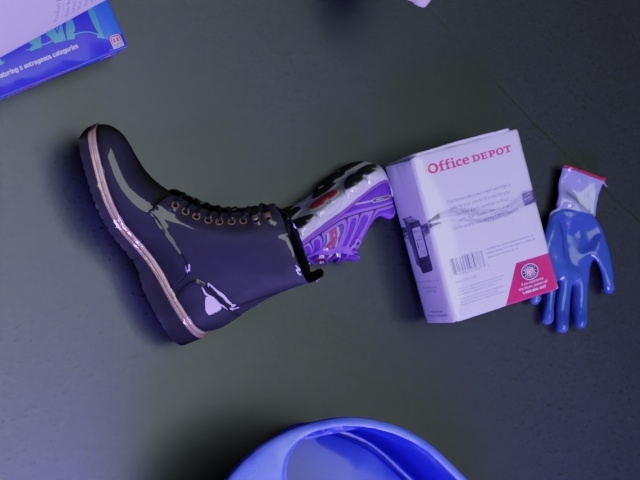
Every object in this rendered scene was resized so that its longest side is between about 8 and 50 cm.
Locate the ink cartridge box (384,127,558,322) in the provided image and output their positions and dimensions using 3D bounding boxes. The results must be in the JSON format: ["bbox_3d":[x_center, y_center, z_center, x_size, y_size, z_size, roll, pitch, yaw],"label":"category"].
[{"bbox_3d":[0.133,-0.013,1.486,0.109,0.063,0.150,-16,92,-22],"label":"ink cartridge box"}]

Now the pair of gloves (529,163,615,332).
[{"bbox_3d":[0.192,-0.003,1.556,0.198,0.023,0.159,14,82,-22],"label":"pair of gloves"}]

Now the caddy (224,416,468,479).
[{"bbox_3d":[0.046,0.294,1.360,0.341,0.179,0.241,44,79,-10],"label":"caddy"}]

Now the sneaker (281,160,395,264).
[{"bbox_3d":[0.000,0.000,1.448,0.170,0.068,0.071,-34,112,-19],"label":"sneaker"}]

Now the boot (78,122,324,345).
[{"bbox_3d":[-0.097,-0.027,1.365,0.137,0.077,0.198,-23,110,16],"label":"boot"}]

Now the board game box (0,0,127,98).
[{"bbox_3d":[-0.271,-0.221,1.351,0.160,0.047,0.210,-26,95,-23],"label":"board game box"}]

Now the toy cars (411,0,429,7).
[{"bbox_3d":[0.086,-0.391,1.451,0.087,0.176,0.394,18,79,-25],"label":"toy cars"}]

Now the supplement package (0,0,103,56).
[{"bbox_3d":[-0.269,-0.239,1.181,0.293,0.177,0.175,-35,70,-31],"label":"supplement package"}]
